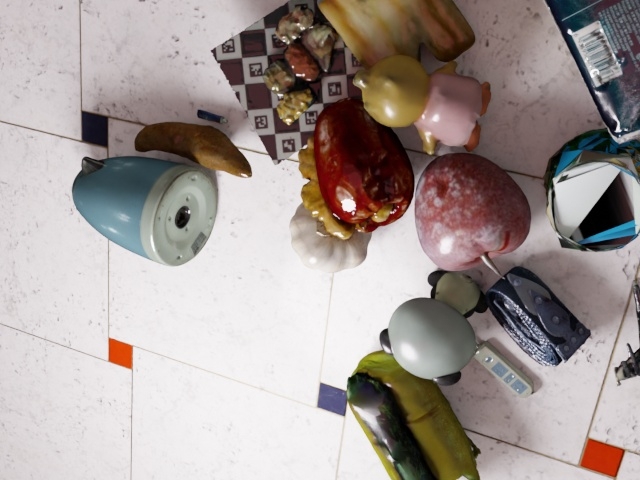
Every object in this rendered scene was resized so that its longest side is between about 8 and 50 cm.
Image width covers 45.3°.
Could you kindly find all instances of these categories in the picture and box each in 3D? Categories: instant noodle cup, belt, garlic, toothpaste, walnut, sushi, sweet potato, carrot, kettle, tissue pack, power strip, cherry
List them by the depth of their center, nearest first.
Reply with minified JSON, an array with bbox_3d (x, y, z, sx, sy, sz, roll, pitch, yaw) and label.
[{"bbox_3d":[0.540,-0.413,1.315,0.264,0.253,0.416,-26,97,30],"label":"tissue pack"},{"bbox_3d":[0.541,-0.088,1.484,0.240,0.178,0.240,8,112,20],"label":"instant noodle cup"},{"bbox_3d":[0.311,-0.044,1.586,0.236,0.213,0.285,-30,76,11],"label":"cherry"},{"bbox_3d":[0.066,-0.150,1.638,0.244,0.222,0.269,-27,75,27],"label":"walnut"},{"bbox_3d":[0.466,0.155,1.648,0.218,0.128,0.122,48,158,3],"label":"belt"},{"bbox_3d":[-0.061,-0.360,1.662,0.292,0.059,0.294,-31,96,11],"label":"sushi"},{"bbox_3d":[-0.099,-0.349,1.732,0.078,0.078,0.298,-6,102,26],"label":"carrot"},{"bbox_3d":[0.418,0.294,1.769,0.191,0.030,0.047,41,119,4],"label":"power strip"},{"bbox_3d":[0.000,0.000,1.784,0.199,0.199,0.226,53,149,-2],"label":"garlic"},{"bbox_3d":[-0.288,-0.225,1.838,0.342,0.114,0.092,17,148,22],"label":"sweet potato"},{"bbox_3d":[-0.262,-0.297,1.848,0.083,0.019,0.027,18,140,17],"label":"toothpaste"},{"bbox_3d":[-0.458,-0.069,1.920,0.342,0.247,0.319,16,141,26],"label":"kettle"}]

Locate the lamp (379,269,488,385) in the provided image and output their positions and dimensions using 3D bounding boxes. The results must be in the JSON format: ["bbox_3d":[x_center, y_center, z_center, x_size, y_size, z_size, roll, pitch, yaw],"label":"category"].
[{"bbox_3d":[0.258,0.187,1.687,0.198,0.243,0.197,29,158,13],"label":"lamp"}]

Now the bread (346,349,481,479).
[{"bbox_3d":[0.212,0.433,1.798,0.208,0.251,0.376,-33,95,4],"label":"bread"}]

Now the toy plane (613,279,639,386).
[{"bbox_3d":[0.688,0.211,1.587,0.192,0.088,0.261,-17,100,0],"label":"toy plane"}]

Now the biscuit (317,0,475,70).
[{"bbox_3d":[0.154,-0.459,1.578,0.237,0.062,0.290,-36,93,30],"label":"biscuit"}]

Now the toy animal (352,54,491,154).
[{"bbox_3d":[0.199,-0.279,1.520,0.281,0.169,0.195,16,89,-3],"label":"toy animal"}]
